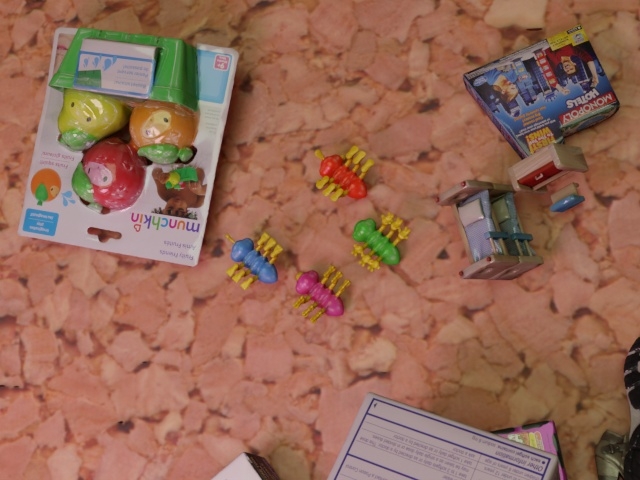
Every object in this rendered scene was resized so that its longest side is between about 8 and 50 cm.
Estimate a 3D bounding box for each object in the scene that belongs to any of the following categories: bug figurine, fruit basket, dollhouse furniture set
[{"bbox_3d":[0.000,0.000,1.695,0.279,0.072,0.216,-43,76,-5],"label":"bug figurine"},{"bbox_3d":[-0.317,-0.158,1.768,0.327,0.165,0.353,10,81,16],"label":"fruit basket"},{"bbox_3d":[0.281,-0.039,1.564,0.183,0.129,0.129,-32,67,39],"label":"dollhouse furniture set"}]

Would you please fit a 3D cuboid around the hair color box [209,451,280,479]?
[{"bbox_3d":[-0.172,0.484,1.591,0.339,0.110,0.185,-40,69,3],"label":"hair color box"}]

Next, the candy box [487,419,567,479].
[{"bbox_3d":[0.228,0.352,1.546,0.233,0.071,0.159,-12,73,10],"label":"candy box"}]

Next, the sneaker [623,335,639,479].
[{"bbox_3d":[0.481,0.240,1.501,0.111,0.121,0.300,-12,51,42],"label":"sneaker"}]

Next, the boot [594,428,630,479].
[{"bbox_3d":[0.437,0.309,1.525,0.118,0.042,0.087,13,71,10],"label":"boot"}]

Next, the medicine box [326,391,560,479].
[{"bbox_3d":[0.133,0.379,1.400,0.263,0.149,0.289,16,64,24],"label":"medicine box"}]

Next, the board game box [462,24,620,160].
[{"bbox_3d":[0.341,-0.197,1.670,0.194,0.060,0.194,-22,73,7],"label":"board game box"}]
